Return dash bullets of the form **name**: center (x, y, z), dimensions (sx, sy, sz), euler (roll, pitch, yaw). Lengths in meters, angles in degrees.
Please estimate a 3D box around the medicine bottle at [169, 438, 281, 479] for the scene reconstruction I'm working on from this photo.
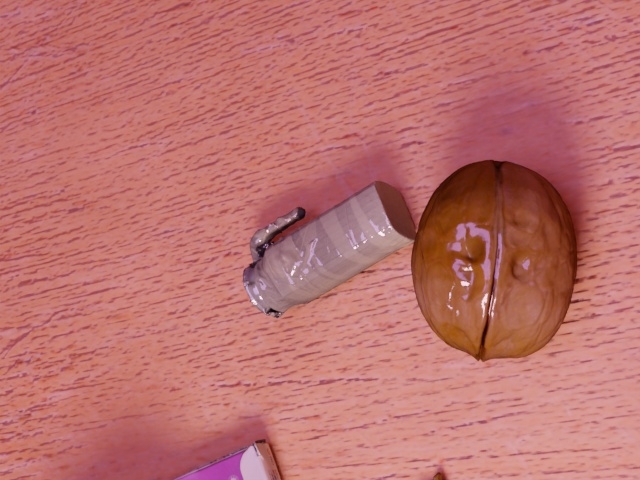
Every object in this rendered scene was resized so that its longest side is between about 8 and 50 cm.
- **medicine bottle**: center (-0.101, 0.354, 1.414), dimensions (0.171, 0.052, 0.201), euler (-26, 75, 24)

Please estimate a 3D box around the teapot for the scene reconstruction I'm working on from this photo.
- **teapot**: center (0.000, 0.000, 1.379), dimensions (0.200, 0.077, 0.107), euler (-31, 67, 22)

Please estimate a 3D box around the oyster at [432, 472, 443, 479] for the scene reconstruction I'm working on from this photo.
- **oyster**: center (0.124, 0.325, 1.305), dimensions (0.086, 0.029, 0.132), euler (30, 96, 22)

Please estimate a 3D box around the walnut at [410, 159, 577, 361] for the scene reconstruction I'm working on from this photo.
- **walnut**: center (0.176, 0.021, 1.234), dimensions (0.167, 0.167, 0.207), euler (5, 89, 29)
